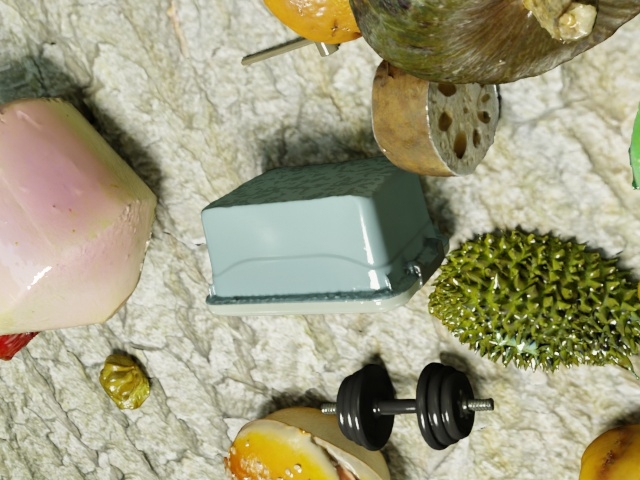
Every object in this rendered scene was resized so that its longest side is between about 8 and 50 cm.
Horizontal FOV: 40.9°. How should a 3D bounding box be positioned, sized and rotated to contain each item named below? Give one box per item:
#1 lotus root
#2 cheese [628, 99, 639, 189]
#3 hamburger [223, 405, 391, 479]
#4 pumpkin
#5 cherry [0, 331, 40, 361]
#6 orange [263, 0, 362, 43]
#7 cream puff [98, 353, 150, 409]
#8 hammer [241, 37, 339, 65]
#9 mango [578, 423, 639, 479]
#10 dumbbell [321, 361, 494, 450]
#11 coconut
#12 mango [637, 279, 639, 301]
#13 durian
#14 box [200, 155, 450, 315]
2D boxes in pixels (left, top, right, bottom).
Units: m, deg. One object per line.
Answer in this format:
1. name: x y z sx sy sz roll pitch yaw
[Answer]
1. lotus root: 0.096 -0.114 0.741 0.081 0.112 0.122 5 126 32
2. cheese: 0.336 -0.032 0.650 0.203 0.083 0.321 7 103 29
3. hamburger: -0.017 0.310 1.078 0.236 0.147 0.237 15 126 21
4. pumpkin: 0.136 -0.201 0.558 0.260 0.260 0.189 -47 56 41
5. cherry: -0.450 0.047 1.091 0.175 0.192 0.250 -19 115 4
6. orange: 0.009 -0.229 0.700 0.117 0.135 0.136 24 141 56
7. cream puff: -0.271 0.195 1.191 0.058 0.083 0.083 -27 100 -8
8. hammer: -0.034 -0.185 0.825 0.110 0.019 0.036 -8 118 37
9. mango: 0.369 0.267 0.870 0.219 0.112 0.145 25 128 4
10. dumbbell: 0.094 0.186 0.964 0.208 0.099 0.099 -8 118 30
11. coconut: -0.306 -0.013 0.963 0.233 0.233 0.245 -34 96 39
12. mango: 0.353 0.069 0.742 0.161 0.103 0.076 26 122 9
13. durian: 0.211 0.071 0.828 0.220 0.095 0.137 13 128 12
14. box: 0.000 0.000 0.847 0.226 0.162 0.130 -5 109 29
